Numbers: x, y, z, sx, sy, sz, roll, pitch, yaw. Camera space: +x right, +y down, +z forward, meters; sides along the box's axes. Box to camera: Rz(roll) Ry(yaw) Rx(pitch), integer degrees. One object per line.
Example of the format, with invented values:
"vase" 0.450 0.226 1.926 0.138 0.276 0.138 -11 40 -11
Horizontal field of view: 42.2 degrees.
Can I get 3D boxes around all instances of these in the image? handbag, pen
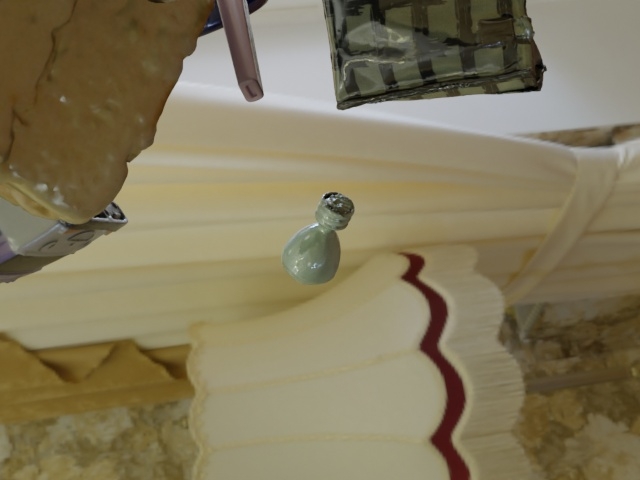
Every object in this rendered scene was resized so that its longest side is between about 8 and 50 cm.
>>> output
"handbag" 0.165 -0.377 1.276 0.162 0.327 0.325 -33 -61 -59
"pen" -0.098 -0.253 0.984 0.053 0.032 0.197 61 -167 -63

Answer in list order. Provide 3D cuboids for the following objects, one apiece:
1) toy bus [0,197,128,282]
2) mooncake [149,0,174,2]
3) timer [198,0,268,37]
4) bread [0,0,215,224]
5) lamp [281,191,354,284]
"toy bus" -0.491 -0.148 1.160 0.440 0.249 0.209 55 -177 2
"mooncake" -0.106 -0.316 0.510 0.324 0.187 0.324 46 154 31
"timer" -0.274 -0.568 1.490 0.270 0.270 0.383 -118 6 -65
"bread" -0.303 -0.231 0.824 0.390 0.279 0.371 15 83 55
"lamp" 0.000 0.000 1.457 0.106 0.106 0.193 -106 33 -43
